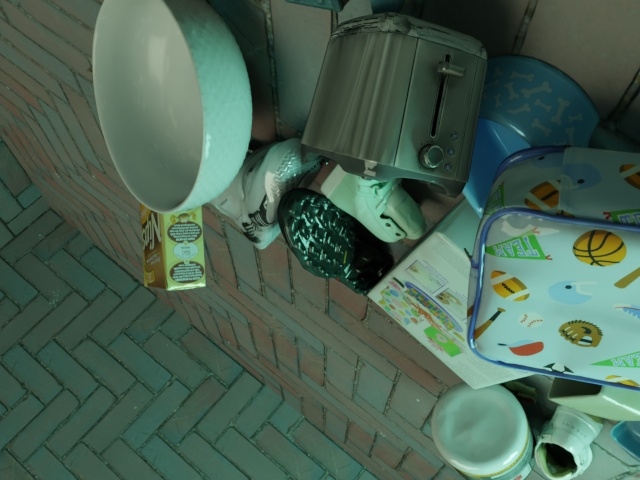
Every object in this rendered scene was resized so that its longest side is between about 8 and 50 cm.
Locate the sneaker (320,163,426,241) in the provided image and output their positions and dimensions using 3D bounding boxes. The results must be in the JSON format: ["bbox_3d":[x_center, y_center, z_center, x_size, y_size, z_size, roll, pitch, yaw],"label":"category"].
[{"bbox_3d":[0.100,-0.080,0.856,0.151,0.094,0.256,40,160,0],"label":"sneaker"}]

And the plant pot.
[{"bbox_3d":[0.380,0.178,0.845,0.096,0.109,0.109,32,159,-5],"label":"plant pot"}]

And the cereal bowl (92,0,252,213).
[{"bbox_3d":[-0.209,-0.215,0.985,0.339,0.141,0.338,23,121,44],"label":"cereal bowl"}]

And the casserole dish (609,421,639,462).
[{"bbox_3d":[0.488,0.277,0.925,0.114,0.037,0.188,35,158,19],"label":"casserole dish"}]

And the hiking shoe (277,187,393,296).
[{"bbox_3d":[0.000,0.000,1.074,0.132,0.113,0.304,33,173,38],"label":"hiking shoe"}]

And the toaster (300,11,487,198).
[{"bbox_3d":[0.066,-0.133,0.643,0.129,0.146,0.227,10,-171,-22],"label":"toaster"}]

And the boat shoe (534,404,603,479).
[{"bbox_3d":[0.415,0.371,1.140,0.098,0.096,0.277,28,154,30],"label":"boat shoe"}]

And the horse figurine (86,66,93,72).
[{"bbox_3d":[-0.354,-0.257,1.251,0.263,0.066,0.174,35,137,37],"label":"horse figurine"}]

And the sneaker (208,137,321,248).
[{"bbox_3d":[-0.133,-0.114,1.118,0.210,0.137,0.366,39,161,1],"label":"sneaker"}]

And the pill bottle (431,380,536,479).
[{"bbox_3d":[0.308,0.368,1.198,0.162,0.162,0.278,27,165,34],"label":"pill bottle"}]

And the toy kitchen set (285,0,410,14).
[{"bbox_3d":[-0.004,-0.296,0.586,0.166,0.122,0.207,26,152,35],"label":"toy kitchen set"}]

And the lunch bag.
[{"bbox_3d":[0.279,0.042,0.595,0.304,0.115,0.243,10,136,17],"label":"lunch bag"}]

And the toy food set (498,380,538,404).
[{"bbox_3d":[0.339,0.263,1.180,0.122,0.019,0.078,13,145,38],"label":"toy food set"}]

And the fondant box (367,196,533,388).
[{"bbox_3d":[0.225,0.088,0.946,0.238,0.096,0.330,41,157,4],"label":"fondant box"}]

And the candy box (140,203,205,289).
[{"bbox_3d":[-0.316,-0.059,1.368,0.183,0.088,0.316,-3,90,61],"label":"candy box"}]

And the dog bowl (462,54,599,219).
[{"bbox_3d":[0.235,-0.052,0.698,0.297,0.074,0.166,51,157,-21],"label":"dog bowl"}]
